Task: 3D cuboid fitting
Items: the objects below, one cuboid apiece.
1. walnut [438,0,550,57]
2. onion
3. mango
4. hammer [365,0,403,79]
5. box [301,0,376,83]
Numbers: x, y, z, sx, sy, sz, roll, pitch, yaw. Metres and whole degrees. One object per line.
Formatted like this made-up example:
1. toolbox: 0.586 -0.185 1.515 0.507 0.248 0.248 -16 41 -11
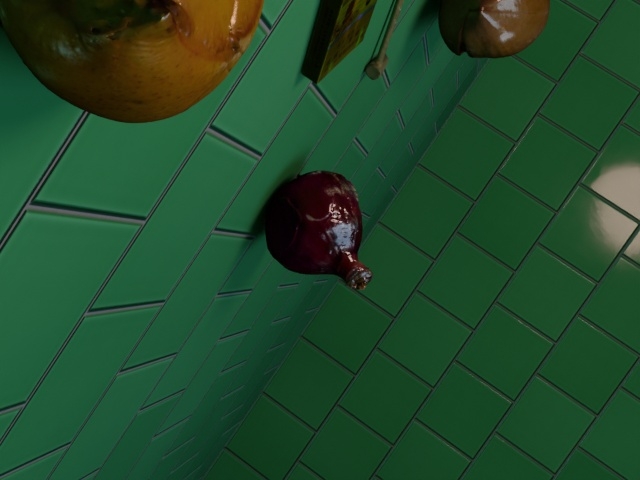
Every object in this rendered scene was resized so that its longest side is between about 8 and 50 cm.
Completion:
1. walnut: 0.316 -0.433 1.456 0.203 0.203 0.298 -59 172 21
2. onion: 0.000 0.000 1.319 0.140 0.218 0.195 -12 150 -37
3. mango: -0.104 -0.149 0.497 0.252 0.126 0.154 -47 159 -78
4. hammer: 0.118 -0.346 1.276 0.060 0.028 0.195 -56 172 -36
5. box: 0.038 -0.301 0.998 0.121 0.030 0.193 -50 170 -34
